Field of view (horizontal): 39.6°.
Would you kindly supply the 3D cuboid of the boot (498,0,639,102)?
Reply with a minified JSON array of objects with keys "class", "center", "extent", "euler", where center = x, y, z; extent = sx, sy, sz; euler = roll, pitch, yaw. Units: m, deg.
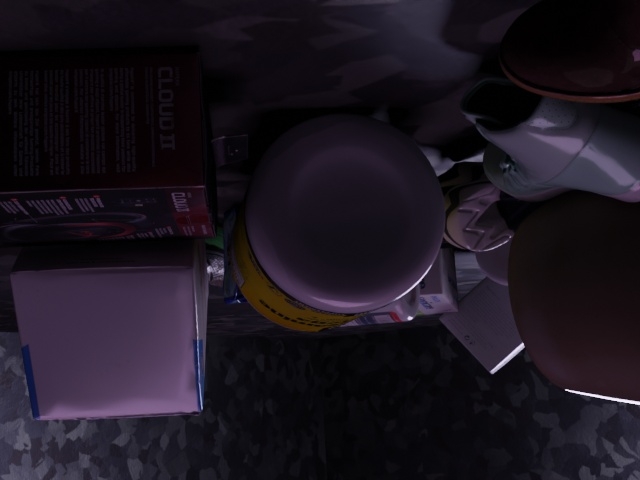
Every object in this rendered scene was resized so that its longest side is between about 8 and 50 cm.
[{"class":"boot","center":[0.192,-0.165,0.473],"extent":[0.248,0.090,0.207],"euler":[-7,157,27]}]

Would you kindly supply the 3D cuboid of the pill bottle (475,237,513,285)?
[{"class":"pill bottle","center":[0.336,0.016,1.361],"extent":[0.119,0.119,0.208],"euler":[-11,168,38]}]

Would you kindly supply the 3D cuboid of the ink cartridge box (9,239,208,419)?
[{"class":"ink cartridge box","center":[-0.207,0.049,0.934],"extent":[0.168,0.171,0.232],"euler":[-2,-154,-4]}]

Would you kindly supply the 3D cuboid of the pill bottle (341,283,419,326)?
[{"class":"pill bottle","center":[0.044,0.070,1.288],"extent":[0.180,0.107,0.108],"euler":[-6,170,22]}]

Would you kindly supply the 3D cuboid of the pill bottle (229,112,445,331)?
[{"class":"pill bottle","center":[0.000,0.000,0.957],"extent":[0.188,0.187,0.334],"euler":[-2,170,-10]}]

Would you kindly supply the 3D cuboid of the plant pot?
[{"class":"plant pot","center":[0.343,0.031,0.817],"extent":[0.323,0.323,0.280],"euler":[6,162,-44]}]

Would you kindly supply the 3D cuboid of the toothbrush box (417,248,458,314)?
[{"class":"toothbrush box","center":[0.081,0.066,1.527],"extent":[0.283,0.122,0.206],"euler":[-5,166,16]}]

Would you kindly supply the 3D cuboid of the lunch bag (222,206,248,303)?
[{"class":"lunch bag","center":[-0.075,0.016,1.193],"extent":[0.151,0.128,0.096],"euler":[-10,167,41]}]

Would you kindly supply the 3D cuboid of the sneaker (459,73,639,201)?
[{"class":"sneaker","center":[0.179,-0.103,0.786],"extent":[0.151,0.094,0.256],"euler":[27,176,-17]}]

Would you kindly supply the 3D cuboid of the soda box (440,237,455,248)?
[{"class":"soda box","center":[0.118,-0.015,1.299],"extent":[0.169,0.053,0.060],"euler":[-2,171,-2]}]

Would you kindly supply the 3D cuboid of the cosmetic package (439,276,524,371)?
[{"class":"cosmetic package","center":[0.357,0.128,1.667],"extent":[0.225,0.138,0.224],"euler":[-44,165,3]}]

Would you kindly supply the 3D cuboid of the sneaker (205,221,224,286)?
[{"class":"sneaker","center":[-0.235,0.040,1.228],"extent":[0.134,0.146,0.344],"euler":[-11,168,36]}]

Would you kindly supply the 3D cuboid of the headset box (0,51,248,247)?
[{"class":"headset box","center":[-0.206,-0.065,0.738],"extent":[0.293,0.110,0.218],"euler":[-3,170,-4]}]

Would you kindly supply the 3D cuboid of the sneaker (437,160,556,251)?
[{"class":"sneaker","center":[0.216,-0.060,1.011],"extent":[0.235,0.094,0.153],"euler":[-25,-159,-17]}]
